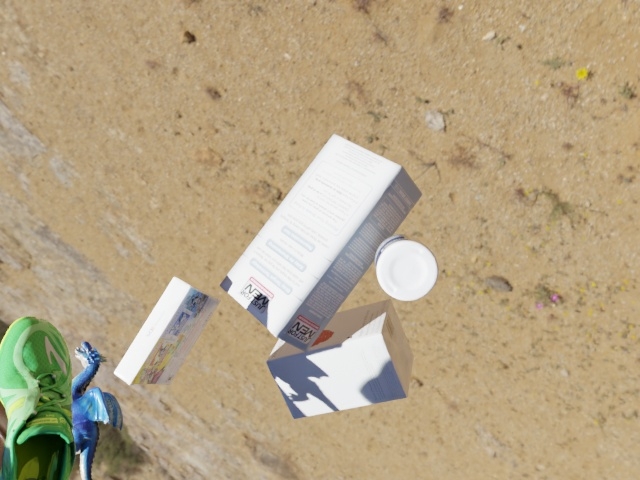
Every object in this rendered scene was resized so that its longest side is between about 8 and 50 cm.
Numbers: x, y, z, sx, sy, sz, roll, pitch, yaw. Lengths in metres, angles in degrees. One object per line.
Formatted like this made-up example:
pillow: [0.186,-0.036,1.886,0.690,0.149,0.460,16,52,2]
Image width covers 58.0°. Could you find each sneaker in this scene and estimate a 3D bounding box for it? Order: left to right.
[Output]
sneaker: [-0.376,0.243,0.788,0.110,0.295,0.124,11,150,-43]

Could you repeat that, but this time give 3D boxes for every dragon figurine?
dragon figurine: [-0.425,0.327,1.078,0.289,0.144,0.085,54,164,22]

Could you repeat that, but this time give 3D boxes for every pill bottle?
pill bottle: [0.136,0.039,0.947,0.094,0.094,0.169,33,-173,0]

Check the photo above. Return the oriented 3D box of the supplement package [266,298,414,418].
supplement package: [0.052,0.285,1.390,0.293,0.177,0.175,-18,107,20]

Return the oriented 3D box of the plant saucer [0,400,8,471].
plant saucer: [-0.658,0.418,1.003,0.311,0.310,0.050,39,152,-7]

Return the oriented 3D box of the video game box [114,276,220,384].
video game box: [-0.289,0.182,1.122,0.048,0.205,0.187,29,171,11]

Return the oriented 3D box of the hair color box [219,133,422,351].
hair color box: [0.000,0.000,1.100,0.185,0.374,0.114,34,175,39]
